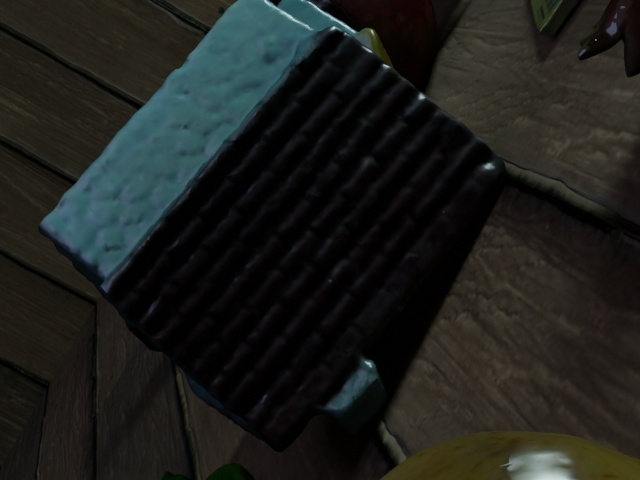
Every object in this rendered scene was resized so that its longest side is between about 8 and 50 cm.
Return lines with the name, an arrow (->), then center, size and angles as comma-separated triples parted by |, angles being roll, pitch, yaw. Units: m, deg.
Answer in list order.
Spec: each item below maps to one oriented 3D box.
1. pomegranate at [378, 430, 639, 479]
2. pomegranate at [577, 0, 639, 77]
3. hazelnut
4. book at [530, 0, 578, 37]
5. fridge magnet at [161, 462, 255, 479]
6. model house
pomegranate -> 0.062, 0.149, 0.503 | 0.196, 0.196, 0.196 | -57, 11, 18
pomegranate -> 0.183, -0.177, 0.926 | 0.159, 0.129, 0.129 | 119, 174, -49
hazelnut -> 0.022, -0.193, 1.557 | 0.160, 0.170, 0.201 | -62, 1, -3
book -> 0.215, -0.251, 1.258 | 0.192, 0.013, 0.168 | -55, 11, 22
fridge magnet -> -0.113, 0.253, 1.224 | 0.208, 0.088, 0.208 | -57, 11, 18
model house -> 0.000, 0.000, 1.205 | 0.280, 0.249, 0.230 | -50, -29, -9
